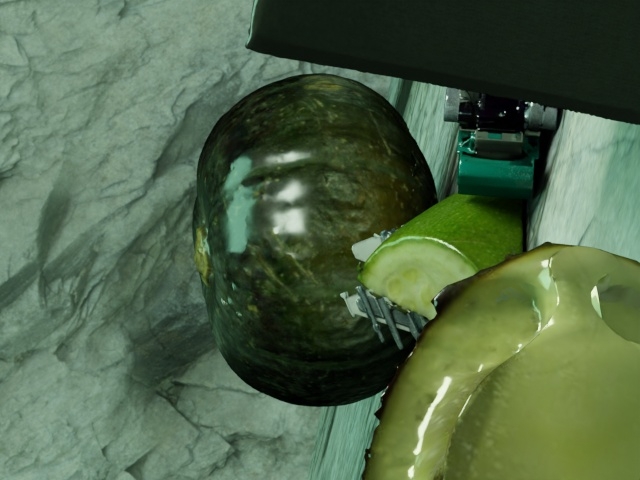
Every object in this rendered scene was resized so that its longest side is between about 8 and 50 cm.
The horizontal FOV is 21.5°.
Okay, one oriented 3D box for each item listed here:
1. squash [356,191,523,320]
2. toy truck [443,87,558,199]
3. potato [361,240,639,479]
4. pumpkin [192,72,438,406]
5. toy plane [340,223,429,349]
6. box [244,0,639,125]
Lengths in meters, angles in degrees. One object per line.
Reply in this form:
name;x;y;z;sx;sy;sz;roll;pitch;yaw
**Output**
squash;0.191;-0.001;1.803;0.289;0.203;0.111;-24;-47;-49
toy truck;0.189;-0.152;1.761;0.124;0.114;0.253;90;-173;-49
potato;0.128;0.166;0.977;0.242;0.243;0.285;108;166;-56
pumpkin;0.000;0.000;2.281;0.454;0.344;0.454;176;90;-83
toy plane;0.115;0.076;1.881;0.082;0.160;0.234;103;143;-65
box;0.120;-0.234;1.263;0.251;0.345;0.204;-93;15;-71
